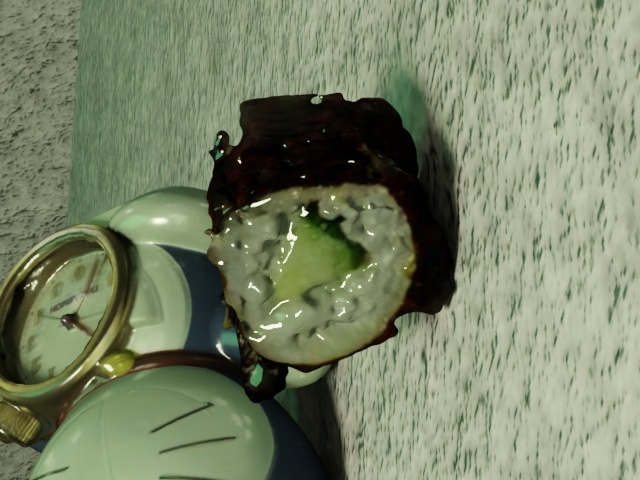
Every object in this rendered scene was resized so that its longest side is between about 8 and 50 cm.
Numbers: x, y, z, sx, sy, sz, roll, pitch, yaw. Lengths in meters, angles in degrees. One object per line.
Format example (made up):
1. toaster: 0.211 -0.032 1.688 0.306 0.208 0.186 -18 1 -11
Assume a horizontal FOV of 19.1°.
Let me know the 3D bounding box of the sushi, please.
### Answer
1. sushi: 0.000 -0.001 0.750 0.084 0.094 0.098 -102 1 -58

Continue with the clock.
1. clock: -0.075 0.097 0.950 0.146 0.200 0.243 41 -149 -47
